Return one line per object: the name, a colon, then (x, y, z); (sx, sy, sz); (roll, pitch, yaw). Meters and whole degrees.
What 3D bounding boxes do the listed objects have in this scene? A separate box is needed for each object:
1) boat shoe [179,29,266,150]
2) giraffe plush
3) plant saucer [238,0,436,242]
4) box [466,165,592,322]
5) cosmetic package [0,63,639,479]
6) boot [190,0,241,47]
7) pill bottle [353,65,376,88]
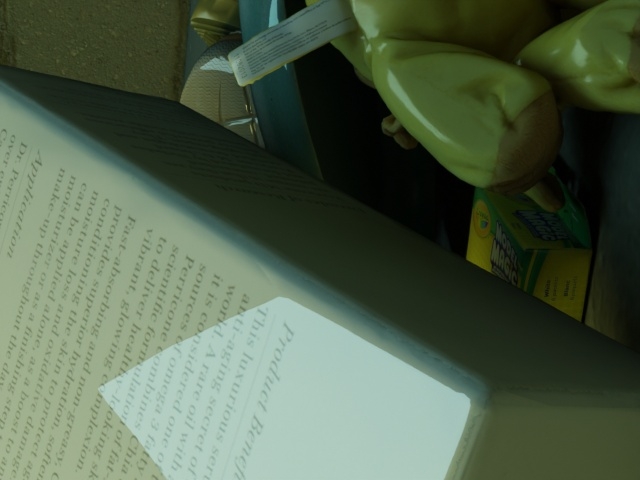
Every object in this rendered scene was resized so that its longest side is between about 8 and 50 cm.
boat shoe: (-0.012, -0.040, 1.143); (0.116, 0.123, 0.324); (-53, -33, -28)
giraffe plush: (0.083, -0.090, 0.736); (0.170, 0.210, 0.181); (35, -134, -66)
plant saucer: (0.012, -0.111, 0.997); (0.317, 0.043, 0.318); (-9, -90, -72)
box: (0.111, 0.042, 0.856); (0.105, 0.043, 0.179); (-111, 25, -64)
cosmetic package: (-0.050, 0.084, 0.765); (0.453, 0.161, 0.230); (32, 108, 47)
boot: (0.009, -0.237, 1.167); (0.236, 0.089, 0.270); (63, -131, -72)
pill bottle: (0.060, -0.206, 0.918); (0.124, 0.124, 0.222); (117, 151, -69)
